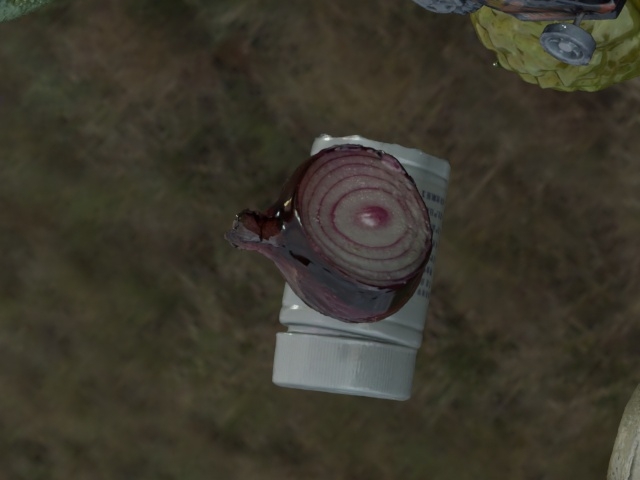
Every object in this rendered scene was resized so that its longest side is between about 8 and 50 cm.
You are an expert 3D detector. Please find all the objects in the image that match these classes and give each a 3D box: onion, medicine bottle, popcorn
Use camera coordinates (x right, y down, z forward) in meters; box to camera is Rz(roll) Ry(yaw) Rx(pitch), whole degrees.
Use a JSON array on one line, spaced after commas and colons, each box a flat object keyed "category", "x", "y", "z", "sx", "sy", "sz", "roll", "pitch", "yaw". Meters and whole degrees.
[{"category": "onion", "x": 0.000, "y": 0.000, "z": 1.757, "sx": 0.140, "sy": 0.218, "sz": 0.195, "roll": 125, "pitch": 136, "yaw": -61}, {"category": "medicine bottle", "x": 0.053, "y": 0.043, "z": 2.198, "sx": 0.190, "sy": 0.332, "sz": 0.190, "roll": 11, "pitch": 173, "yaw": 1}, {"category": "popcorn", "x": 0.211, "y": -0.235, "z": 1.337, "sx": 0.251, "sy": 0.237, "sz": 0.206, "roll": 32, "pitch": -172, "yaw": -43}]

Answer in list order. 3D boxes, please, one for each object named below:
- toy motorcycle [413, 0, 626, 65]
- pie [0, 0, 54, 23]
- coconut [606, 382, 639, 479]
[{"category": "toy motorcycle", "x": 0.134, "y": -0.211, "z": 1.132, "sx": 0.307, "sy": 0.108, "sz": 0.173, "roll": 4, "pitch": 149, "yaw": 50}, {"category": "pie", "x": -0.370, "y": -0.332, "z": 1.700, "sx": 0.277, "sy": 0.277, "sz": 0.078, "roll": 40, "pitch": 150, "yaw": 6}, {"category": "coconut", "x": 0.355, "y": 0.196, "z": 1.337, "sx": 0.234, "sy": 0.224, "sz": 0.224, "roll": 21, "pitch": 152, "yaw": 29}]
